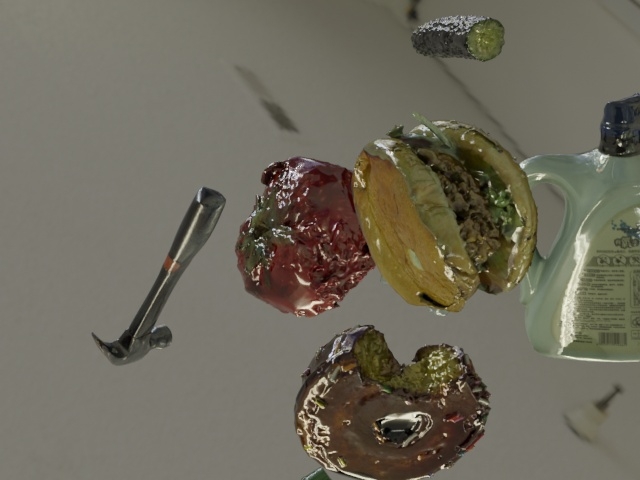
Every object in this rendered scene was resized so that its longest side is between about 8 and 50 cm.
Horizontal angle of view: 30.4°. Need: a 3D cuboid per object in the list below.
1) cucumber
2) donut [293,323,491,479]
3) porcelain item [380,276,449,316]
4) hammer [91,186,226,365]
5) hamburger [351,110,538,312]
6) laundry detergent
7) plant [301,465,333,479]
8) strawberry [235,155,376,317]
[{"bbox_3d":[0.212,-0.332,1.923,0.072,0.072,0.300,30,180,-20],"label":"cucumber"},{"bbox_3d":[0.082,0.193,1.402,0.230,0.216,0.096,-1,-140,-3],"label":"donut"},{"bbox_3d":[0.098,0.046,1.134,0.083,0.036,0.028,25,-173,25],"label":"porcelain item"},{"bbox_3d":[-0.192,0.048,1.455,0.037,0.290,0.137,44,-145,19],"label":"hammer"},{"bbox_3d":[0.108,-0.028,1.001,0.113,0.186,0.177,-20,-153,-15],"label":"hamburger"},{"bbox_3d":[0.300,-0.015,1.226,0.105,0.214,0.281,-61,-36,-58],"label":"laundry detergent"},{"bbox_3d":[-0.026,0.443,2.066,0.051,0.102,0.051,50,174,7],"label":"plant"},{"bbox_3d":[0.000,0.000,1.945,0.220,0.274,0.274,9,-143,-34],"label":"strawberry"}]
